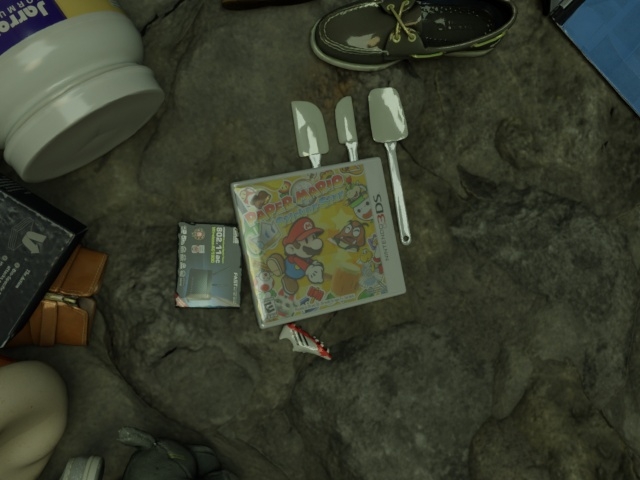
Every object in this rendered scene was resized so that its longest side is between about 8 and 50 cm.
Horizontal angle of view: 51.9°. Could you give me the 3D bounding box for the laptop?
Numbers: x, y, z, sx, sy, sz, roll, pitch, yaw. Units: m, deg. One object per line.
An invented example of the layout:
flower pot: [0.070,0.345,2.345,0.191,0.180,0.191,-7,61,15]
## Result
laptop: [0.549,-0.456,0.980,0.382,0.408,0.236,-46,61,-9]

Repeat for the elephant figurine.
elephant figurine: [-0.224,0.384,0.849,0.239,0.169,0.186,-49,66,7]

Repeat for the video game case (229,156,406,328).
video game case: [0.000,0.000,0.938,0.227,0.026,0.206,-12,93,-17]

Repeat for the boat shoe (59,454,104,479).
boat shoe: [-0.356,0.390,0.798,0.103,0.118,0.320,25,108,-18]

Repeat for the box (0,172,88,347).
box: [-0.386,0.011,0.764,0.158,0.093,0.156,34,90,-12]

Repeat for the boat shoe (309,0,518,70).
boat shoe: [0.138,-0.319,0.968,0.304,0.091,0.109,-7,88,-10]

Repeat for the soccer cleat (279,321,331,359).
soccer cleat: [-0.022,0.151,0.950,0.083,0.029,0.036,37,91,-3]

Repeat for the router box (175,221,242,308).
router box: [-0.157,0.036,0.927,0.092,0.038,0.123,1,87,-10]

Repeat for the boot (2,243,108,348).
boot: [-0.390,0.002,0.852,0.220,0.109,0.284,9,88,-8]

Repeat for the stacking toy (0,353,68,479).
stacking toy: [-0.575,0.174,0.747,0.480,0.350,0.351,34,82,9]

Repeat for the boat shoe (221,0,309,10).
boat shoe: [-0.070,-0.369,0.954,0.152,0.056,0.049,-8,94,-10]

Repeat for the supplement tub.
supplement tub: [-0.371,-0.263,0.804,0.241,0.241,0.331,-35,93,-10]

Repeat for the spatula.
spatula: [0.057,-0.101,0.981,0.168,0.019,0.242,-10,88,-11]
